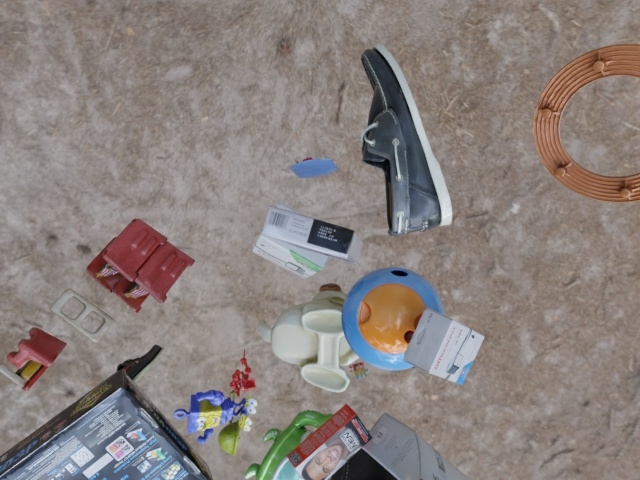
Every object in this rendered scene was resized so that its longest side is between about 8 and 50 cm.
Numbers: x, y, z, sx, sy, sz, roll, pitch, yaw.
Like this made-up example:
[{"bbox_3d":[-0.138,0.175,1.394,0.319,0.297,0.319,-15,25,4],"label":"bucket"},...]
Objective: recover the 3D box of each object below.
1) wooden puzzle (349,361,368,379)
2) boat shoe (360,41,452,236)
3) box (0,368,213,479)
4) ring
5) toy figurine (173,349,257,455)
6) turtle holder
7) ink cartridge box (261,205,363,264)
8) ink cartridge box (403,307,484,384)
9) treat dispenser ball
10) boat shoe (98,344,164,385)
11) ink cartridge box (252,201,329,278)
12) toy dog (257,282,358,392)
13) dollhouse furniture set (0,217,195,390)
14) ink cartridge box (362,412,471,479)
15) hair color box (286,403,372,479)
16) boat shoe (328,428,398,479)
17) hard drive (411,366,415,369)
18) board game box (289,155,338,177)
[{"bbox_3d":[0.125,0.418,1.658,0.083,0.049,0.006,-1,161,-44],"label":"wooden puzzle"},{"bbox_3d":[0.082,-0.120,0.602,0.079,0.084,0.233,-17,82,6],"label":"boat shoe"},{"bbox_3d":[-0.253,0.274,0.554,0.220,0.051,0.175,-37,112,-13],"label":"box"},{"bbox_3d":[0.611,-0.231,1.077,0.337,0.032,0.336,24,131,30],"label":"ring"},{"bbox_3d":[-0.339,0.512,1.571,0.217,0.191,0.362,0,132,-23],"label":"toy figurine"},{"bbox_3d":[-0.061,0.717,1.679,0.227,0.320,0.243,26,148,26],"label":"turtle holder"},{"bbox_3d":[0.000,0.000,1.155,0.176,0.371,0.069,16,86,9],"label":"ink cartridge box"},{"bbox_3d":[0.304,0.261,1.262,0.191,0.082,0.139,29,85,-47],"label":"ink cartridge box"},{"bbox_3d":[0.202,0.218,1.455,0.288,0.288,0.288,-1,119,-2],"label":"treat dispenser ball"},{"bbox_3d":[-0.290,0.199,0.791,0.042,0.133,0.049,41,126,0],"label":"boat shoe"},{"bbox_3d":[-0.086,0.012,1.609,0.211,0.289,0.121,29,75,-5],"label":"ink cartridge box"},{"bbox_3d":[0.014,0.317,1.853,0.396,0.408,0.284,-3,100,22],"label":"toy dog"},{"bbox_3d":[-0.454,0.149,1.054,0.152,0.374,0.201,43,150,-18],"label":"dollhouse furniture set"},{"bbox_3d":[0.260,0.446,0.837,0.308,0.385,0.091,43,75,-9],"label":"ink cartridge box"},{"bbox_3d":[0.018,0.371,0.929,0.141,0.043,0.072,-37,115,-15],"label":"hair color box"},{"bbox_3d":[0.113,0.542,0.951,0.187,0.500,0.156,11,118,-5],"label":"boat shoe"},{"bbox_3d":[0.301,0.372,2.046,0.255,0.054,0.172,35,85,2],"label":"hard drive"},{"bbox_3d":[-0.020,-0.237,1.604,0.133,0.169,0.033,-10,79,12],"label":"board game box"}]
